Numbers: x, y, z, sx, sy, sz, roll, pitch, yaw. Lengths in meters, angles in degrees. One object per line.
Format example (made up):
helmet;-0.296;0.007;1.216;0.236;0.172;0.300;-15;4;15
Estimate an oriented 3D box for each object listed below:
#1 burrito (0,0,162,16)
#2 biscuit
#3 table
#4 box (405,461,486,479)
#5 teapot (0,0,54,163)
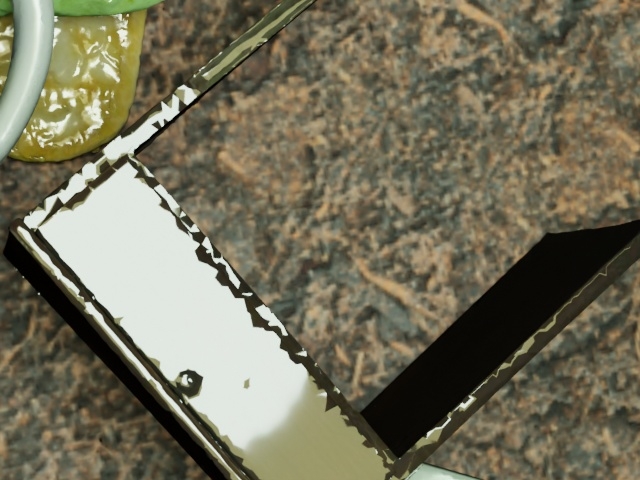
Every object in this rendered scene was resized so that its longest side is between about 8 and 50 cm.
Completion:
burrito;-0.227;-0.188;0.958;0.288;0.054;0.104;5;83;-1
biscuit;-0.164;-0.171;0.999;0.118;0.029;0.247;8;85;-11
table;0.000;0.000;0.940;0.282;0.196;0.250;-42;94;-12
box;0.093;0.286;0.994;0.210;0.045;0.270;14;83;9
teapot;-0.313;-0.048;0.823;0.424;0.252;0.280;-42;109;-25
